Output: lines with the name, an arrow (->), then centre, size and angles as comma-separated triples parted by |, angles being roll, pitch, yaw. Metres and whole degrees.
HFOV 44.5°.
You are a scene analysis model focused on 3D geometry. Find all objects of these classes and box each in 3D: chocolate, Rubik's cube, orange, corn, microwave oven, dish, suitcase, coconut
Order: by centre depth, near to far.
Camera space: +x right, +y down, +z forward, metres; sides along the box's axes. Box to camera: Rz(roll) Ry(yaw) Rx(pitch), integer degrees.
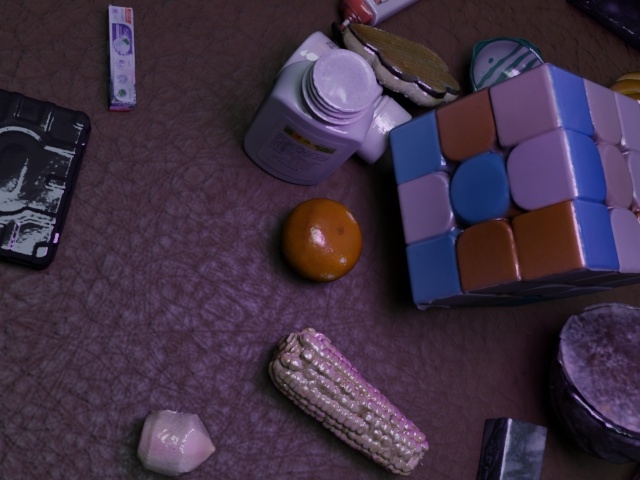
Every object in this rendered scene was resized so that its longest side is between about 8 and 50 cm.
coconut -> -0.231, 0.325, 1.266 | 0.124, 0.110, 0.110 | 13, 72, -8
suitcase -> -0.515, -0.108, 1.303 | 0.206, 0.066, 0.285 | 16, 71, -15
corn -> 0.048, 0.291, 1.371 | 0.335, 0.126, 0.126 | 45, 66, -7
Rubik's cube -> 0.372, -0.071, 1.397 | 0.347, 0.347, 0.344 | 4, 75, -46
orange -> 0.000, 0.000, 1.425 | 0.156, 0.124, 0.156 | 12, 69, -34
chocolate -> 0.556, 0.294, 1.491 | 0.303, 0.213, 0.303 | 5, 49, -6
dish -> 0.405, -0.320, 1.676 | 0.246, 0.078, 0.224 | 42, 67, -4
microwave oven -> 0.732, -0.579, 1.807 | 0.247, 0.178, 0.188 | 29, 68, -10

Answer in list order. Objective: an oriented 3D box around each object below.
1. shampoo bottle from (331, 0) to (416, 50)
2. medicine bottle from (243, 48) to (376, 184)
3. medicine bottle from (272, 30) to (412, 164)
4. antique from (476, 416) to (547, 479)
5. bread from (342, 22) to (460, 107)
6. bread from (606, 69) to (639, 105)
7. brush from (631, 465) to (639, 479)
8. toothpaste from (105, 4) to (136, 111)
shampoo bottle -> 0.114, -0.504, 1.632 | 0.153, 0.071, 0.284 | 44, 69, -6
medicine bottle -> -0.014, -0.210, 1.365 | 0.179, 0.324, 0.124 | 27, 69, -11
medicine bottle -> 0.044, -0.270, 1.503 | 0.252, 0.144, 0.144 | 42, 66, -3
antique -> 0.350, 0.429, 1.450 | 0.086, 0.088, 0.183 | 18, 70, -13
bread -> 0.170, -0.336, 1.541 | 0.287, 0.056, 0.207 | 6, 44, -40
bread -> 0.761, -0.251, 1.740 | 0.333, 0.160, 0.333 | 5, 72, -17
brush -> 0.699, 0.378, 1.608 | 0.067, 0.072, 0.313 | 35, 69, 17
toothpaste -> -0.366, -0.333, 1.431 | 0.047, 0.040, 0.196 | 0, 76, -24
